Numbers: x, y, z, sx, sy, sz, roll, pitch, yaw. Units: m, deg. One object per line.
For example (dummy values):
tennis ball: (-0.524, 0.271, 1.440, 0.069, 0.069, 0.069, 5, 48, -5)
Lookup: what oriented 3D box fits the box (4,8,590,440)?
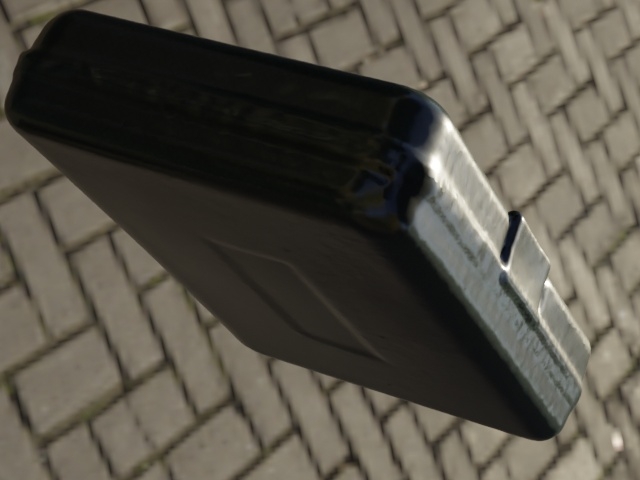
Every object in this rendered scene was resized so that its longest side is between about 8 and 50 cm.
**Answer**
box: (0.000, 0.000, 0.679, 0.050, 0.160, 0.230, -66, 152, -15)
